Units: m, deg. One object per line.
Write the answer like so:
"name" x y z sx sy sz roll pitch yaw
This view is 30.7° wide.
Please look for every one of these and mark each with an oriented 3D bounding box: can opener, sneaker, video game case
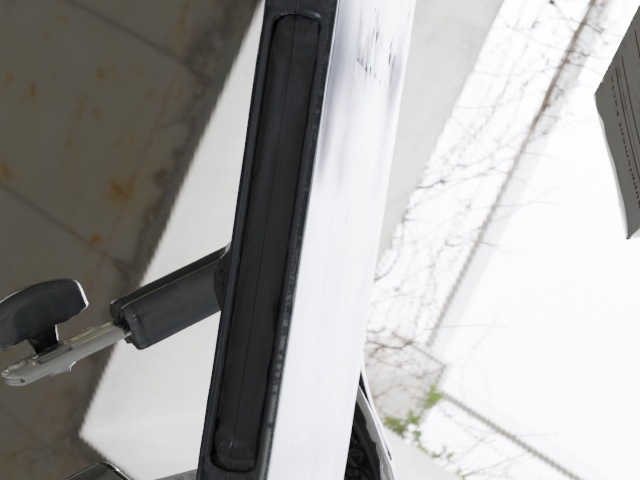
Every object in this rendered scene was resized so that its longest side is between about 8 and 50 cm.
"can opener" -0.174 0.050 1.088 0.076 0.283 0.095 10 -56 64
"sneaker" 0.010 0.088 0.800 0.084 0.097 0.235 -17 -86 36
"video game case" 0.000 0.000 0.422 0.026 0.196 0.274 8 -88 9

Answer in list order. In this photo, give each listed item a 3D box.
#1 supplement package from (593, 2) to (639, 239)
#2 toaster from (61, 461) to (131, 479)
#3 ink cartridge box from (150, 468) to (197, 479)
"supplement package" 0.388 -0.126 1.118 0.177 0.293 0.175 -9 -104 1
"toaster" -0.151 0.266 0.824 0.168 0.110 0.186 37 -57 26
"ink cartridge box" -0.226 0.358 1.086 0.285 0.395 0.166 -167 -114 -74
